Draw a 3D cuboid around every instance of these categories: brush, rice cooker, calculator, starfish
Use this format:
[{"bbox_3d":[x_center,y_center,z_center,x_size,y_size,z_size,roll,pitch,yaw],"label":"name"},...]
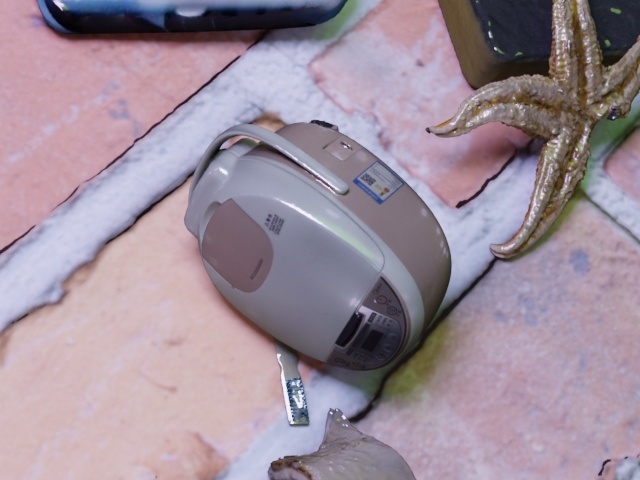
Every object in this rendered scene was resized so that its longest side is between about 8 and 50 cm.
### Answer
[{"bbox_3d":[0.205,-0.201,1.408,0.197,0.059,0.123,-8,67,-22],"label":"brush"},{"bbox_3d":[-0.022,0.096,1.206,0.016,0.013,0.084,-4,64,-18],"label":"brush"},{"bbox_3d":[0.000,0.000,1.188,0.206,0.145,0.127,42,46,11],"label":"rice cooker"},{"bbox_3d":[-0.109,-0.248,1.310,0.293,0.051,0.173,-4,72,-14],"label":"calculator"},{"bbox_3d":[0.183,-0.112,1.319,0.138,0.050,0.247,40,69,-18],"label":"starfish"}]

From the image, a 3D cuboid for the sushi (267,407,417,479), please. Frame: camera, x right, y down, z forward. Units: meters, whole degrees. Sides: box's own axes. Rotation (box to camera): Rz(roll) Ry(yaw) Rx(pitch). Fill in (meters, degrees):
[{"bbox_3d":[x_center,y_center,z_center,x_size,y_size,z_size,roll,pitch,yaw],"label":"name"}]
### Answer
[{"bbox_3d":[0.051,0.226,1.107,0.134,0.109,0.273,0,65,-19],"label":"sushi"}]
